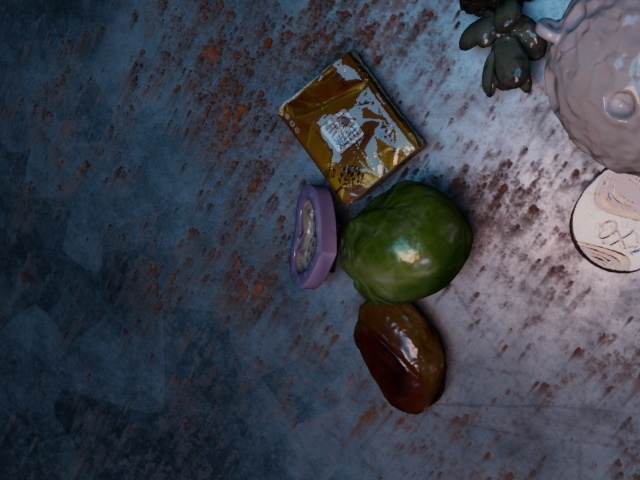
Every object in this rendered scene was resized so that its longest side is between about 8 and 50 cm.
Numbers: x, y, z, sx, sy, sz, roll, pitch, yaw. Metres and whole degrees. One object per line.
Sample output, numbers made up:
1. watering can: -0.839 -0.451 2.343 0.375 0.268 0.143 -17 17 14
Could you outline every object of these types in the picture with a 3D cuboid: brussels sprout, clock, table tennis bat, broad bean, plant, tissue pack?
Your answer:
1. brussels sprout: 0.146 0.009 1.511 0.244 0.244 0.244 4 100 21
2. clock: 0.000 0.000 1.617 0.064 0.172 0.198 3 103 -21
3. table tennis bat: 0.546 -0.076 1.446 0.173 0.022 0.301 40 113 11
4. broad bean: 0.148 0.206 1.600 0.156 0.122 0.229 -34 78 49
5. plant: 0.295 -0.376 1.427 0.149 0.146 0.275 -5 97 20
6. tissue pack: 0.055 -0.205 1.584 0.183 0.092 0.226 -38 86 22

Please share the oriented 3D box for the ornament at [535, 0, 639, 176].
1. ornament: 0.503 -0.246 1.259 0.336 0.337 0.337 4 100 21
